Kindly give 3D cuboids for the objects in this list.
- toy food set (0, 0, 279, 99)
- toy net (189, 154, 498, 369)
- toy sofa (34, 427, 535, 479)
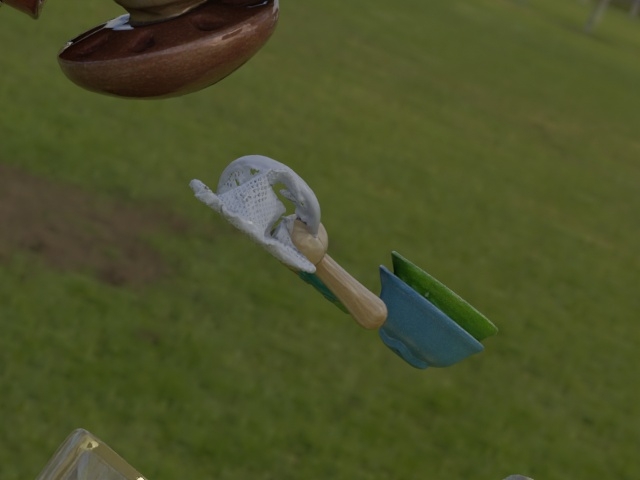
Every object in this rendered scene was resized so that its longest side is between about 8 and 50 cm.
[{"bbox_3d":[-0.022,-0.081,0.462,0.218,0.071,0.128,-22,19,-21],"label":"toy food set"},{"bbox_3d":[0.000,0.000,1.000,0.122,0.045,0.232,38,-1,37],"label":"toy net"},{"bbox_3d":[-0.020,0.182,0.668,0.150,0.177,0.362,43,-22,-20],"label":"toy sofa"}]
